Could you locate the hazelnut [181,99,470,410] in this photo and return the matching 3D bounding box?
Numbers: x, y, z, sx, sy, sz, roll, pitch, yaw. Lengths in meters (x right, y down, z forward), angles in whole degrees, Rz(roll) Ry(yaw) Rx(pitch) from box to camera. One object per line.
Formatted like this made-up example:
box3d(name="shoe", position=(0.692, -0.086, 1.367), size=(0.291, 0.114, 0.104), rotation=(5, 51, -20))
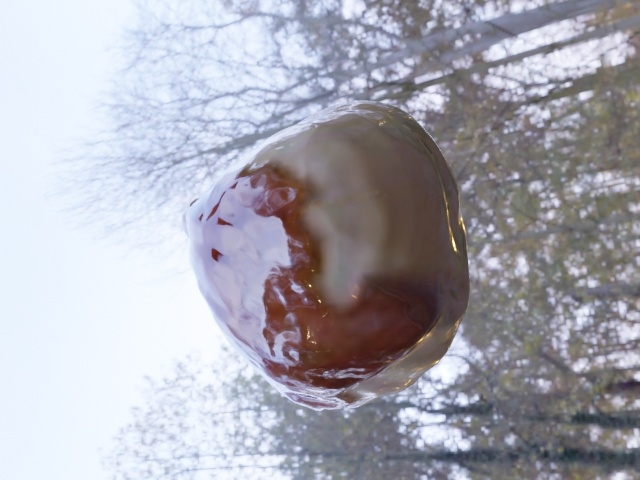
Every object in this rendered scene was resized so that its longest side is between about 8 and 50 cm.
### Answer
box3d(name="hazelnut", position=(0.000, 0.000, 0.695), size=(0.261, 0.241, 0.261), rotation=(1, -90, -69))
